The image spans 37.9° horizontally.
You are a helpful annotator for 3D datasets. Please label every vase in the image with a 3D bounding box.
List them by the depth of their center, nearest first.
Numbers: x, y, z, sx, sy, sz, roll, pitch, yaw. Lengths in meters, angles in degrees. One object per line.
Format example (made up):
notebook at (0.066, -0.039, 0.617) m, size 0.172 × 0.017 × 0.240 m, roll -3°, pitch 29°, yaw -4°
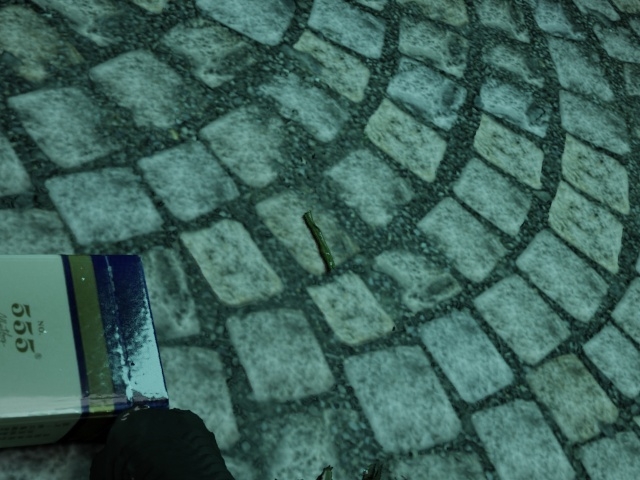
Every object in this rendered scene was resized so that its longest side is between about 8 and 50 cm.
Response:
vase at (-0.079, 0.207, 0.682) m, size 0.116 × 0.115 × 0.237 m, roll -2°, pitch 12°, yaw -31°

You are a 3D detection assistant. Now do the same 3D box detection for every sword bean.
sword bean at (0.000, 0.000, 1.061) m, size 0.012 × 0.012 × 0.083 m, roll -5°, pitch 56°, yaw -33°

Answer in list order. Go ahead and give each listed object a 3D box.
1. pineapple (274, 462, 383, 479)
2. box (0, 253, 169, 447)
pineapple at (-0.022, 0.316, 0.683) m, size 0.175 × 0.175 × 0.361 m, roll 33°, pitch 42°, yaw -2°
box at (-0.267, 0.091, 0.789) m, size 0.259 × 0.071 × 0.168 m, roll 2°, pitch 53°, yaw -29°
